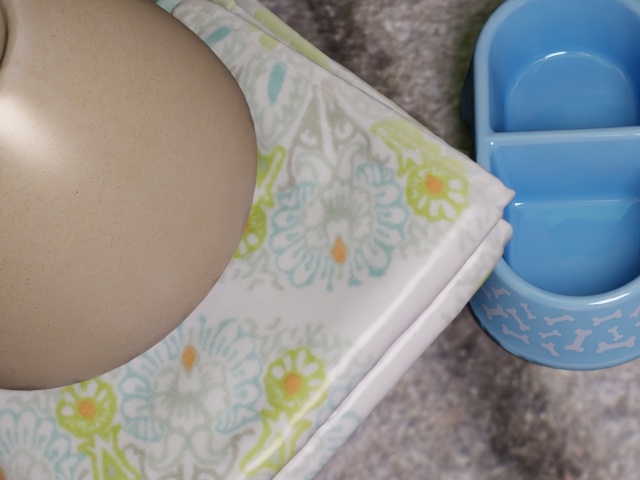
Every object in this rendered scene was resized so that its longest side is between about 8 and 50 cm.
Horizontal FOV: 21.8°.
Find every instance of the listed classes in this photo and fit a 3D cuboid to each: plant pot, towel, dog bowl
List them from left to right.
[{"bbox_3d":[-0.206,-0.070,1.055,0.284,0.191,0.284,-9,62,17],"label":"plant pot"},{"bbox_3d":[-0.093,0.025,1.131,0.320,0.090,0.374,38,84,30],"label":"towel"},{"bbox_3d":[0.180,-0.059,1.180,0.166,0.074,0.297,-2,62,8],"label":"dog bowl"}]

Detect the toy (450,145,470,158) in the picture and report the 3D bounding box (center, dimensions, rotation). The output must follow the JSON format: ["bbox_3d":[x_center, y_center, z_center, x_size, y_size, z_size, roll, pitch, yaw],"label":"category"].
[{"bbox_3d":[0.000,0.000,1.198,0.137,0.056,0.237,18,66,19],"label":"toy"}]
